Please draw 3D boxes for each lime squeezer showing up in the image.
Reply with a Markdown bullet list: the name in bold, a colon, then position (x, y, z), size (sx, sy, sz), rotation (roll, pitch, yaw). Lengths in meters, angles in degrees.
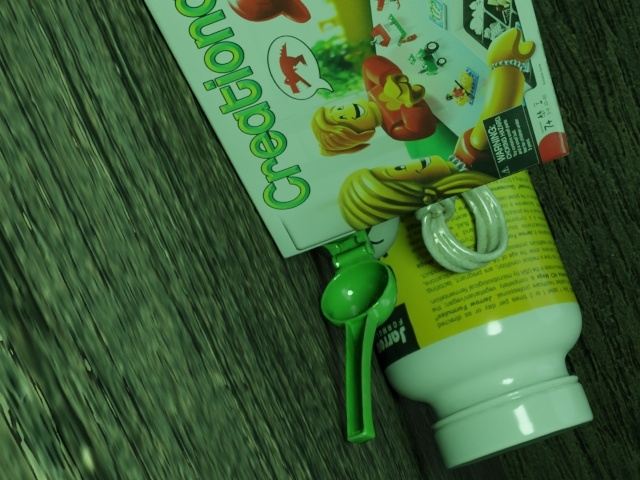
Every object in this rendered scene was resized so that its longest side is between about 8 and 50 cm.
- **lime squeezer**: position (0.000, 0.000, 0.896), size (0.110, 0.059, 0.310), rotation (12, 55, -49)

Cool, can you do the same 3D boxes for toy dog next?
- **toy dog**: position (0.088, -0.148, 1.023), size (0.161, 0.220, 0.333), rotation (-31, -122, 53)

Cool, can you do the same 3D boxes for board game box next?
- **board game box**: position (0.015, -0.130, 0.713), size (0.305, 0.193, 0.053), rotation (63, 9, -46)

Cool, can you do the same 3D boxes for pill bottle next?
- **pill bottle**: position (0.125, 0.030, 1.187), size (0.188, 0.188, 0.334), rotation (46, 24, -75)
